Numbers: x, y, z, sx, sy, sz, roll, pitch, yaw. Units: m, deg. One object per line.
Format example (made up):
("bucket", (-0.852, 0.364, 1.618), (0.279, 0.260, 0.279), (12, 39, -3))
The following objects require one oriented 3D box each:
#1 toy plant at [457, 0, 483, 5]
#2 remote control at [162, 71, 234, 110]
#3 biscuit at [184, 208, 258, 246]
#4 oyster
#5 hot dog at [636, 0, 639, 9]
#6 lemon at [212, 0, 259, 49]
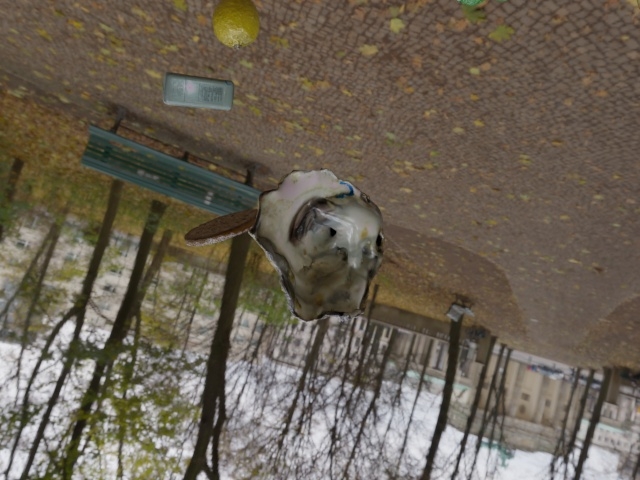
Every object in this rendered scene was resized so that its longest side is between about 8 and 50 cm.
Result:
("toy plant", (0.251, -0.485, 0.738), (0.154, 0.088, 0.240), (42, 152, 45))
("remote control", (-0.203, -0.249, 0.816), (0.125, 0.053, 0.018), (-6, -155, -37))
("biscuit", (-0.221, -0.029, 1.119), (0.188, 0.027, 0.188), (-16, -164, 5))
("oyster", (0.000, 0.000, 0.648), (0.083, 0.214, 0.222), (-8, 127, 42))
("hot dog", (0.346, -0.313, 0.526), (0.028, 0.044, 0.137), (-10, 128, 37))
("lemon", (-0.193, -0.498, 1.110), (0.109, 0.133, 0.109), (-2, 173, 0))
